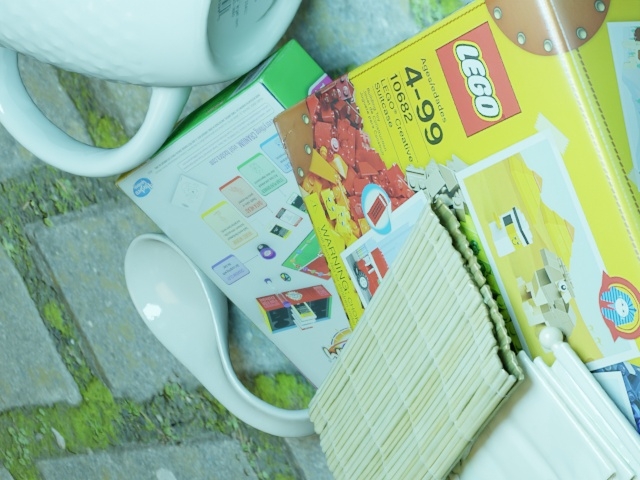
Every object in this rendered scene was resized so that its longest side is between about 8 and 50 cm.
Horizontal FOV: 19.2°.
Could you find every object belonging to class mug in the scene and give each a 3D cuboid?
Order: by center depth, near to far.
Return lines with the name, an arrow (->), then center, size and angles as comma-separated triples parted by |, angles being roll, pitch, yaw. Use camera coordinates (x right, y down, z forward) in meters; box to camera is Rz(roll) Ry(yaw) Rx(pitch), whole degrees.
mug -> -0.193, -0.233, 1.616 | 0.328, 0.276, 0.374 | 27, 119, 22

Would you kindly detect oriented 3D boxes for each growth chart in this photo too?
growth chart -> 0.157, 0.169, 1.324 | 0.172, 0.021, 0.237 | 59, 146, 18

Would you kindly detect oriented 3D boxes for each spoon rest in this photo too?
spoon rest -> -0.104, 0.100, 1.928 | 0.276, 0.084, 0.137 | 41, 139, 14

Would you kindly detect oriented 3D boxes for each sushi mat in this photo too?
sushi mat -> 0.062, 0.114, 1.424 | 0.151, 0.019, 0.316 | 68, 152, 27

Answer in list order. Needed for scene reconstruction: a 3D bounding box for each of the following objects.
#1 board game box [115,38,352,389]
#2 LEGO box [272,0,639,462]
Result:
board game box -> 0.000, 0.000, 1.686 | 0.316, 0.064, 0.242 | 47, 139, -13
LEGO box -> 0.208, 0.069, 1.398 | 0.372, 0.193, 0.500 | -25, 86, 58
